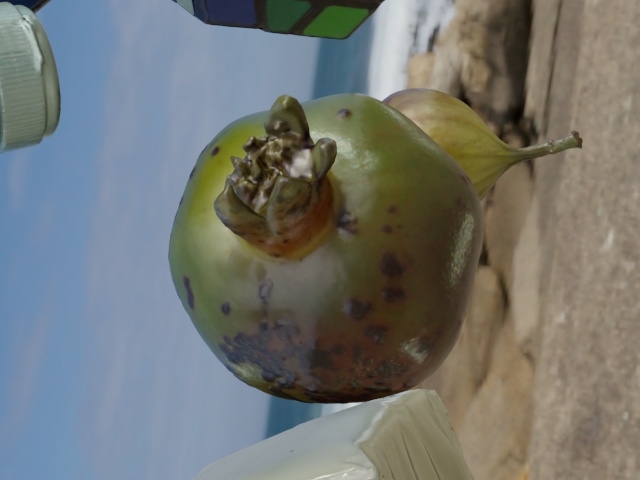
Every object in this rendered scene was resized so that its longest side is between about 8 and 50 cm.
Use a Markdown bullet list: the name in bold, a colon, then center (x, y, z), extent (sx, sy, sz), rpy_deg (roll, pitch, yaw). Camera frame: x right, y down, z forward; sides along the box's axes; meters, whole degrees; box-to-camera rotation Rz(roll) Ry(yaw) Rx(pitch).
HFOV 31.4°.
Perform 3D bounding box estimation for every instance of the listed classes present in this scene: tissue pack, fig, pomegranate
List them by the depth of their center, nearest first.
- **pomegranate**: center (0.007, -0.011, 0.684), extent (0.246, 0.198, 0.198), rpy_deg (99, 178, -51)
- **tissue pack**: center (-0.018, 0.282, 0.992), extent (0.380, 0.297, 0.207), rpy_deg (-4, -110, -79)
- **fig**: center (0.144, -0.097, 1.207), extent (0.143, 0.230, 0.160), rpy_deg (43, -136, -36)

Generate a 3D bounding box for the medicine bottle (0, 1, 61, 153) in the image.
- **medicine bottle**: center (-0.227, -0.051, 0.473), extent (0.083, 0.228, 0.121), rpy_deg (43, 139, 43)

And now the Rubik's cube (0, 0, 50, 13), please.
- **Rubik's cube**: center (-0.319, -0.307, 0.758), extent (0.287, 0.293, 0.292), rpy_deg (33, -156, -59)

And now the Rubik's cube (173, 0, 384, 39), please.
- **Rubik's cube**: center (-0.012, -0.129, 0.360), extent (0.133, 0.133, 0.112), rpy_deg (-85, 6, -60)
